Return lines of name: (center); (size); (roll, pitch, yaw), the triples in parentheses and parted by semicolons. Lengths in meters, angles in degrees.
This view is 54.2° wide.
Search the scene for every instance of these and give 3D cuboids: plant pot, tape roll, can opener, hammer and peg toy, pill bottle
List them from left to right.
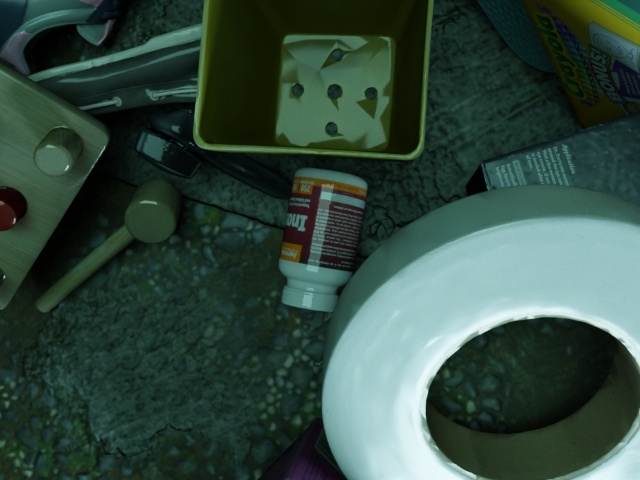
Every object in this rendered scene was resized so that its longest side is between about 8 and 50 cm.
hammer and peg toy: (-0.345, -0.045, 0.651); (0.361, 0.127, 0.266); (33, 108, -22)
can opener: (-0.114, -0.093, 0.712); (0.186, 0.059, 0.073); (23, 97, -22)
pill bottle: (0.000, 0.000, 0.702); (0.086, 0.086, 0.152); (10, 89, 7)
plant pot: (0.005, -0.181, 0.657); (0.212, 0.187, 0.212); (4, 89, 7)
tape roll: (0.194, 0.137, 0.592); (0.391, 0.072, 0.392); (0, 117, 1)

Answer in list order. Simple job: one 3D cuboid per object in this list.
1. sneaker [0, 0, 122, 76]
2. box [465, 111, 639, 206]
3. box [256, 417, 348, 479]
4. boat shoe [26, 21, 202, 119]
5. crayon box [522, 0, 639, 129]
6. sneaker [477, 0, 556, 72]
sneaker: (-0.262, -0.314, 0.754); (0.319, 0.112, 0.131); (-25, 112, 2)
box: (0.242, -0.049, 0.638); (0.158, 0.156, 0.093); (-17, 85, 6)
box: (-0.057, 0.328, 0.634); (0.117, 0.213, 0.243); (44, 94, 6)
boat shoe: (-0.244, -0.167, 0.727); (0.335, 0.112, 0.096); (-14, 109, 10)
crayon box: (0.288, -0.177, 0.555); (0.081, 0.278, 0.165); (-49, 44, 3)
sneaker: (0.229, -0.358, 0.635); (0.208, 0.127, 0.319); (-43, 117, -1)
